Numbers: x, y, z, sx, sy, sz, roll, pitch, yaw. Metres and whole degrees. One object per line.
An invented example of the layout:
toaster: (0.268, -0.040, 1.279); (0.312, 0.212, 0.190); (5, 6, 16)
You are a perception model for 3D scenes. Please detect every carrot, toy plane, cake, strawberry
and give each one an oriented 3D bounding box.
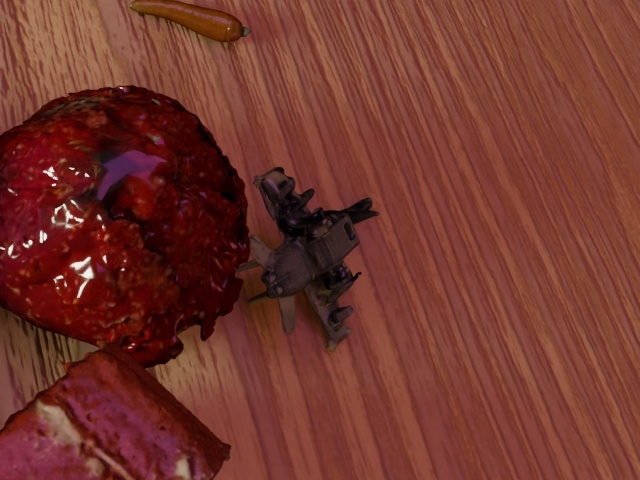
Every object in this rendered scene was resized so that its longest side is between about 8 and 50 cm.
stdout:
carrot: (-0.148, -0.254, 1.444); (0.142, 0.035, 0.035); (14, 49, -13)
toy plane: (0.009, -0.002, 1.298); (0.262, 0.088, 0.192); (-36, 106, -48)
cake: (-0.203, 0.206, 0.933); (0.151, 0.177, 0.283); (41, 50, 2)
strawberry: (-0.177, -0.028, 1.107); (0.274, 0.220, 0.274); (14, 51, -18)
